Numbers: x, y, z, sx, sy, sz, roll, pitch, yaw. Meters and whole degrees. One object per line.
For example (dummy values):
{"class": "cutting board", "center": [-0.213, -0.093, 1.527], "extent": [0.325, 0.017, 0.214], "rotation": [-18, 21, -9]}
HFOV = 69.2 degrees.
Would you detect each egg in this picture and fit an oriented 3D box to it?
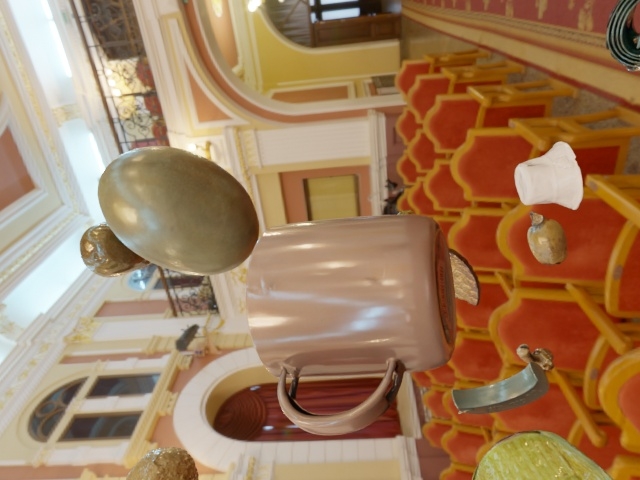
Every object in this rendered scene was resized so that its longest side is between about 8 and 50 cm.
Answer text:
{"class": "egg", "center": [-0.277, 0.428, 0.819], "extent": [0.116, 0.140, 0.118], "rotation": [24, -133, -65]}
{"class": "egg", "center": [-0.300, -0.062, 1.012], "extent": [0.258, 0.352, 0.258], "rotation": [-48, 21, 25]}

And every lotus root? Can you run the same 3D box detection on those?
{"class": "lotus root", "center": [0.835, -0.009, 1.718], "extent": [0.118, 0.125, 0.220], "rotation": [-58, -52, -78]}

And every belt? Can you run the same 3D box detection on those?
{"class": "belt", "center": [0.805, -0.526, 1.101], "extent": [0.116, 0.207, 0.267], "rotation": [-51, -17, -23]}

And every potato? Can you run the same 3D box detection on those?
{"class": "potato", "center": [-0.579, 0.027, 1.330], "extent": [0.235, 0.178, 0.160], "rotation": [45, -134, -70]}

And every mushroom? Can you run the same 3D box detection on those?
{"class": "mushroom", "center": [0.523, 0.285, 1.131], "extent": [0.187, 0.060, 0.061], "rotation": [24, -160, -45]}

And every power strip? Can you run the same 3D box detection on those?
{"class": "power strip", "center": [0.367, 0.316, 0.956], "extent": [0.137, 0.216, 0.044], "rotation": [30, -142, -39]}

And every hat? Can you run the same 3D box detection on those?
{"class": "hat", "center": [0.606, -0.162, 1.259], "extent": [0.203, 0.126, 0.203], "rotation": [-14, -90, -80]}

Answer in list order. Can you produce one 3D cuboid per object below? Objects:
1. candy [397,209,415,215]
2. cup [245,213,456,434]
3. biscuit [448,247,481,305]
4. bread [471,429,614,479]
{"class": "candy", "center": [0.294, -0.031, 1.509], "extent": [0.305, 0.083, 0.091], "rotation": [26, -112, -70]}
{"class": "cup", "center": [0.042, 0.089, 0.528], "extent": [0.191, 0.201, 0.252], "rotation": [59, -147, -44]}
{"class": "biscuit", "center": [0.339, 0.100, 1.282], "extent": [0.031, 0.228, 0.176], "rotation": [-29, -17, -46]}
{"class": "bread", "center": [0.439, 0.535, 0.920], "extent": [0.045, 0.301, 0.301], "rotation": [44, -149, -34]}
